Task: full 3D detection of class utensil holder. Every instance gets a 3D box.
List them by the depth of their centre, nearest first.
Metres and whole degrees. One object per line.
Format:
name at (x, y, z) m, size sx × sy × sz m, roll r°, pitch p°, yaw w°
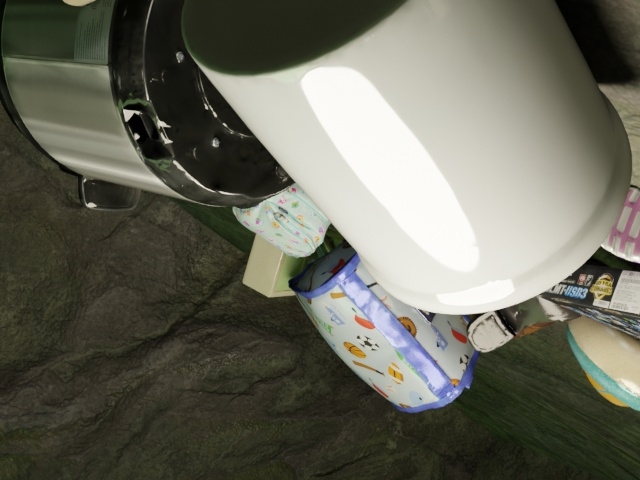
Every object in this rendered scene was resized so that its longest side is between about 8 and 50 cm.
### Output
utensil holder at (0.093, -0.155, 0.963) m, size 0.327 × 0.328 × 0.385 m, roll 22°, pitch 163°, yaw 44°

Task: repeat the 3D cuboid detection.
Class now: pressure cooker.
pressure cooker at (-0.214, -0.250, 1.247) m, size 0.420 × 0.370 × 0.376 m, roll 13°, pitch 145°, yaw 42°

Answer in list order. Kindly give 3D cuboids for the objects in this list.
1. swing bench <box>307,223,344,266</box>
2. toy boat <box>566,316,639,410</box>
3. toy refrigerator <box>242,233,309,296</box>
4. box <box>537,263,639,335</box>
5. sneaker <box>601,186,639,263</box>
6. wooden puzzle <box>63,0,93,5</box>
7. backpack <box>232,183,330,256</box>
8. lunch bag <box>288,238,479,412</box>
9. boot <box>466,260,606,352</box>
swing bench at (0.000, 0.000, 2.263) m, size 0.254 × 0.165 × 0.253 m, roll 39°, pitch 168°, yaw -25°
toy boat at (0.561, 0.237, 1.636) m, size 0.318 × 0.148 × 0.267 m, roll 25°, pitch -161°, yaw -9°
toy refrigerator at (-0.068, -0.018, 2.069) m, size 0.094 × 0.270 × 0.102 m, roll 25°, pitch -165°, yaw 34°
box at (0.507, 0.118, 1.388) m, size 0.295 × 0.073 × 0.293 m, roll 24°, pitch 179°, yaw -13°
sneaker at (0.458, 0.008, 1.248) m, size 0.236 × 0.095 × 0.104 m, roll 24°, pitch 173°, yaw 35°
wooden puzzle at (-0.201, -0.381, 0.983) m, size 0.221 × 0.239 × 0.044 m, roll -9°, pitch 178°, yaw 39°
backpack at (-0.067, -0.055, 1.629) m, size 0.182 × 0.115 × 0.152 m, roll 36°, pitch 166°, yaw -28°
lunch bag at (0.127, 0.150, 1.875) m, size 0.328 × 0.239 × 0.385 m, roll 48°, pitch 178°, yaw -5°
boot at (0.384, 0.106, 1.713) m, size 0.096 × 0.264 × 0.280 m, roll 54°, pitch -167°, yaw 4°
